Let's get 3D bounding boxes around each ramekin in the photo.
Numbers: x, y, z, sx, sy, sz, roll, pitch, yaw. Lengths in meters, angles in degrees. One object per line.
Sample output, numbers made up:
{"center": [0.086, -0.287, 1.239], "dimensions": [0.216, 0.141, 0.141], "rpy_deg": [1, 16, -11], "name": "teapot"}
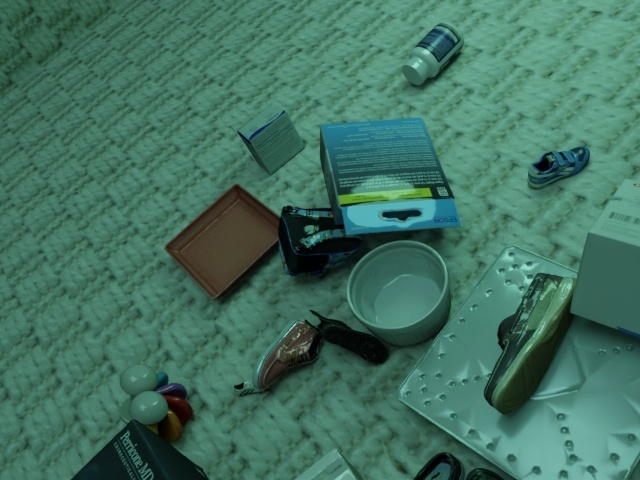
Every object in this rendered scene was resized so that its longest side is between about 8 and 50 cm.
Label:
{"center": [0.165, 0.114, 1.292], "dimensions": [0.207, 0.109, 0.207], "rpy_deg": [-13, 50, 16], "name": "ramekin"}

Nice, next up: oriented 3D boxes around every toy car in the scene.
{"center": [-0.342, 0.348, 1.344], "dimensions": [0.136, 0.159, 0.182], "rpy_deg": [-9, 41, -27], "name": "toy car"}

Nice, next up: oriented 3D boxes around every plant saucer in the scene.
{"center": [-0.229, 0.004, 1.603], "dimensions": [0.258, 0.047, 0.259], "rpy_deg": [-43, 50, -11], "name": "plant saucer"}

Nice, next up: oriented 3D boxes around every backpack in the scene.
{"center": [0.000, 0.000, 1.453], "dimensions": [0.174, 0.116, 0.158], "rpy_deg": [-4, 47, -19], "name": "backpack"}

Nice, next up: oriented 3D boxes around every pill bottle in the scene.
{"center": [0.297, -0.496, 1.709], "dimensions": [0.169, 0.094, 0.094], "rpy_deg": [-47, 50, -14], "name": "pill bottle"}

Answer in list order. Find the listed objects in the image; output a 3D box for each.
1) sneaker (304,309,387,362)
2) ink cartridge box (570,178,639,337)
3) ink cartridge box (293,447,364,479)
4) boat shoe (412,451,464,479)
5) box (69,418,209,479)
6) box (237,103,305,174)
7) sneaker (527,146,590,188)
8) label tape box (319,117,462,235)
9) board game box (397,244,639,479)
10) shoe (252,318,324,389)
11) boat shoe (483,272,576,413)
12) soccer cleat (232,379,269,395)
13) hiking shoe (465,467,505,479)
{"center": [0.052, 0.193, 1.302], "dimensions": [0.089, 0.170, 0.051], "rpy_deg": [-148, 82, -81], "name": "sneaker"}
{"center": [0.554, 0.028, 1.079], "dimensions": [0.171, 0.168, 0.233], "rpy_deg": [20, 38, 31], "name": "ink cartridge box"}
{"center": [0.029, 0.431, 1.088], "dimensions": [0.092, 0.143, 0.090], "rpy_deg": [-38, 48, -5], "name": "ink cartridge box"}
{"center": [0.159, 0.448, 1.059], "dimensions": [0.228, 0.076, 0.080], "rpy_deg": [-47, 50, -14], "name": "boat shoe"}
{"center": [-0.321, 0.538, 0.974], "dimensions": [0.395, 0.212, 0.294], "rpy_deg": [-45, 37, -13], "name": "box"}
{"center": [-0.130, -0.271, 1.706], "dimensions": [0.126, 0.137, 0.072], "rpy_deg": [-40, 48, -8], "name": "box"}
{"center": [0.513, -0.166, 1.378], "dimensions": [0.144, 0.059, 0.053], "rpy_deg": [-29, 46, 1], "name": "sneaker"}
{"center": [0.144, -0.121, 1.430], "dimensions": [0.249, 0.115, 0.347], "rpy_deg": [-5, 51, -7], "name": "label tape box"}
{"center": [0.399, 0.230, 1.133], "dimensions": [0.390, 0.050, 0.390], "rpy_deg": [28, 70, 38], "name": "board game box"}
{"center": [-0.063, 0.240, 1.322], "dimensions": [0.081, 0.063, 0.178], "rpy_deg": [12, 48, 33], "name": "shoe"}
{"center": [0.352, 0.169, 1.106], "dimensions": [0.092, 0.102, 0.285], "rpy_deg": [19, 61, 40], "name": "boat shoe"}
{"center": [-0.144, 0.303, 1.339], "dimensions": [0.083, 0.035, 0.029], "rpy_deg": [-16, 50, 14], "name": "soccer cleat"}
{"center": [0.283, 0.414, 0.974], "dimensions": [0.086, 0.114, 0.227], "rpy_deg": [-20, 25, -4], "name": "hiking shoe"}
